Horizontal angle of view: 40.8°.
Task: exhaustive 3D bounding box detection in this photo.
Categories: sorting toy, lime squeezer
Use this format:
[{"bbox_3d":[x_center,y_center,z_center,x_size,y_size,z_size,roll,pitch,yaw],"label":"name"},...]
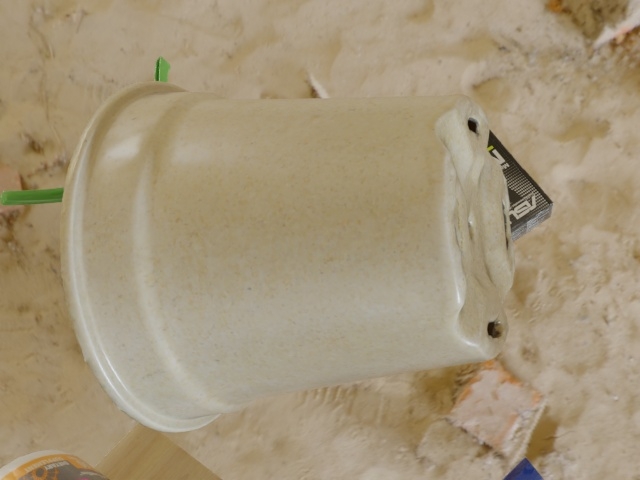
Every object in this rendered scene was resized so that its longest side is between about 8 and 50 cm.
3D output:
[{"bbox_3d":[-0.318,0.507,1.571,0.255,0.089,0.257,32,56,20],"label":"sorting toy"},{"bbox_3d":[-0.208,-0.096,0.938,0.110,0.059,0.310,55,40,-20],"label":"lime squeezer"}]

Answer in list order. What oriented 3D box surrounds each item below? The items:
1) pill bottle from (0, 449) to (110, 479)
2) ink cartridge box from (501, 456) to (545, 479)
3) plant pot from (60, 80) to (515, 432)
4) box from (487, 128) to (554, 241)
[{"bbox_3d":[-0.195,0.318,0.776,0.278,0.162,0.162,22,64,34],"label":"pill bottle"},{"bbox_3d":[0.338,0.486,1.205,0.065,0.165,0.332,2,39,-51],"label":"ink cartridge box"},{"bbox_3d":[0.000,0.000,0.767,0.306,0.334,0.333,-6,69,23],"label":"plant pot"},{"bbox_3d":[0.141,-0.051,1.015,0.191,0.045,0.184,-33,64,-3],"label":"box"}]
